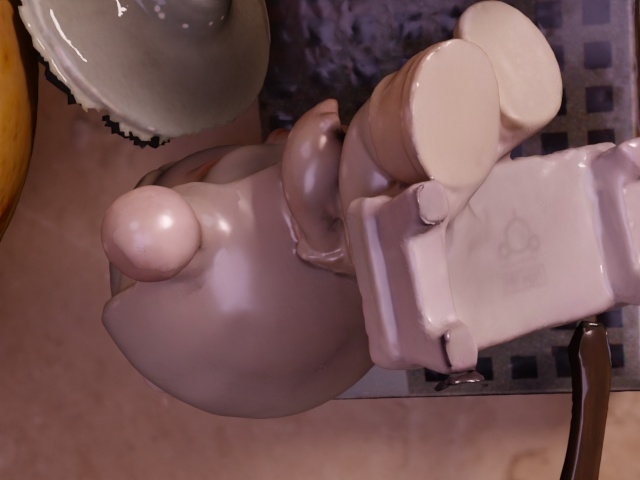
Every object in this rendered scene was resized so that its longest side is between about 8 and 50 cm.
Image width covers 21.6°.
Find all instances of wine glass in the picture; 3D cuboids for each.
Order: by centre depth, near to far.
[{"bbox_3d":[0.025,-0.147,0.603,0.321,0.143,0.143,-23,101,44],"label":"wine glass"}]

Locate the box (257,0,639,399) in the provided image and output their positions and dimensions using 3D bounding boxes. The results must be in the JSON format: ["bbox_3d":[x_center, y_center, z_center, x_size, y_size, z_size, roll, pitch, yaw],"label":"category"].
[{"bbox_3d":[0.059,-0.087,0.772,0.180,0.047,0.325,-3,104,12],"label":"box"}]

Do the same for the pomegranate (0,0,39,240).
[{"bbox_3d":[-0.326,-0.048,0.680,0.416,0.416,0.417,3,105,10],"label":"pomegranate"}]

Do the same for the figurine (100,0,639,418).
[{"bbox_3d":[0.007,0.008,0.690,0.256,0.182,0.144,-15,108,52],"label":"figurine"}]

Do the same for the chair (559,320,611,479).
[{"bbox_3d":[0.194,0.208,0.731,0.186,0.160,0.319,4,97,-19],"label":"chair"}]
